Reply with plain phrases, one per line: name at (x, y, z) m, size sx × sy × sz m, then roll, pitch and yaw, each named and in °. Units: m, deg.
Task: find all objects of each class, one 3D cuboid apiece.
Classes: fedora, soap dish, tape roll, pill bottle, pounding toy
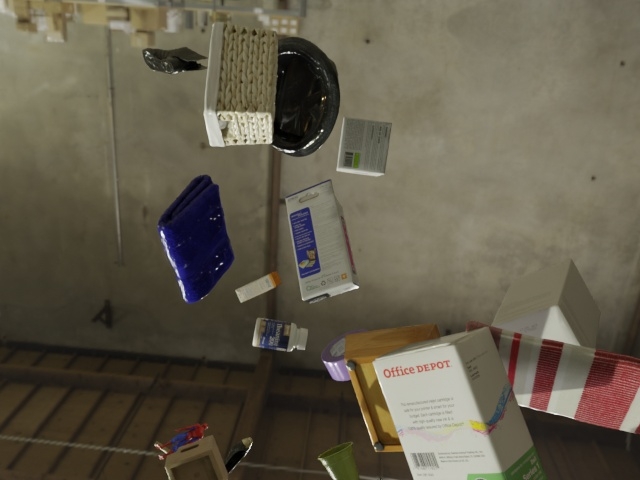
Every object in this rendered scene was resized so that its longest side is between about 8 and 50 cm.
fedora at (-0.046, -0.408, 1.666) m, size 0.334 × 0.334 × 0.152 m, roll 17°, pitch -150°, yaw 30°
soap dish at (0.189, 0.343, 1.343) m, size 0.229 × 0.290 × 0.118 m, roll -13°, pitch -169°, yaw 30°
tape roll at (0.103, 0.388, 2.016) m, size 0.189 × 0.080 × 0.189 m, roll -25°, pitch -166°, yaw 7°
pill bottle at (-0.092, 0.219, 1.360) m, size 0.120 × 0.067 × 0.067 m, roll 9°, pitch -159°, yaw -5°
pounding toy at (-0.302, 0.522, 1.371) m, size 0.141 × 0.130 × 0.100 m, roll -19°, pitch -169°, yaw -4°

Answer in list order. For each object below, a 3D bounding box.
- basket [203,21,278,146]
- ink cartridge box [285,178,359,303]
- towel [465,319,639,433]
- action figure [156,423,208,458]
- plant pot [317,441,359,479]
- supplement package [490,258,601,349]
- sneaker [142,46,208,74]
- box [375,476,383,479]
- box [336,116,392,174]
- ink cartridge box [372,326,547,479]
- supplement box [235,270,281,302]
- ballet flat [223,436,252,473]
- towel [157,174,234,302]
basket at (-0.122, -0.242, 0.935) m, size 0.103 × 0.167 × 0.113 m, roll 4°, pitch 161°, yaw -3°
ink cartridge box at (0.000, 0.000, 1.880) m, size 0.176 × 0.370 × 0.069 m, roll -20°, pitch 156°, yaw 19°
towel at (0.432, 0.250, 1.086) m, size 0.329 × 0.237 × 0.037 m, roll 11°, pitch -127°, yaw 21°
action figure at (-0.278, 0.403, 1.206) m, size 0.115 × 0.038 × 0.030 m, roll -19°, pitch -172°, yaw -40°
plant pot at (0.048, 0.493, 1.285) m, size 0.083 × 0.079 × 0.083 m, roll -23°, pitch 170°, yaw -5°
supplement package at (0.575, 0.199, 1.490) m, size 0.177 × 0.175 × 0.293 m, roll -28°, pitch -175°, yaw 35°
sneaker at (-0.352, -0.440, 1.434) m, size 0.089 × 0.051 × 0.170 m, roll -33°, pitch -134°, yaw -31°
box at (0.190, 0.775, 1.790) m, size 0.083 × 0.052 × 0.062 m, roll 48°, pitch -171°, yaw -6°
box at (0.094, -0.207, 1.332) m, size 0.103 × 0.114 × 0.203 m, roll 8°, pitch -175°, yaw 1°
ink cartridge box at (0.237, 0.310, 1.039) m, size 0.117 × 0.278 × 0.201 m, roll -14°, pitch 172°, yaw -43°
supplement box at (-0.150, 0.113, 1.443) m, size 0.098 × 0.036 × 0.062 m, roll -25°, pitch 180°, yaw 10°
ballet flat at (-0.266, 0.678, 1.816) m, size 0.057 × 0.173 × 0.049 m, roll 42°, pitch 177°, yaw -38°
towel at (-0.322, 0.002, 1.601) m, size 0.076 × 0.308 × 0.227 m, roll 14°, pitch -131°, yaw 20°
